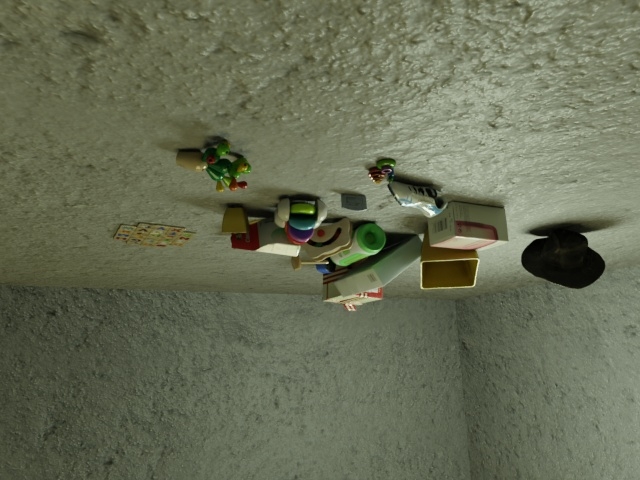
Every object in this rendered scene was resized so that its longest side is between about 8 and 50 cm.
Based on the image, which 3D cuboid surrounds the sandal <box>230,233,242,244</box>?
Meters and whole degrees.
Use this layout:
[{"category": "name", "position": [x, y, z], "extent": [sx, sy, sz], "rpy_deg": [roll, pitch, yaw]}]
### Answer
[{"category": "sandal", "position": [-0.317, -0.008, 1.828], "extent": [0.049, 0.072, 0.180], "rpy_deg": [-12, 173, -26]}]

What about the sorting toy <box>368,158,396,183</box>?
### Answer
[{"category": "sorting toy", "position": [0.169, -0.179, 1.226], "extent": [0.061, 0.042, 0.102], "rpy_deg": [4, 165, -20]}]

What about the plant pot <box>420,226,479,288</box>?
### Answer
[{"category": "plant pot", "position": [0.498, 0.056, 1.817], "extent": [0.212, 0.187, 0.212], "rpy_deg": [-4, 145, 10]}]

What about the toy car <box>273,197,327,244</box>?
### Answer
[{"category": "toy car", "position": [-0.067, -0.058, 1.495], "extent": [0.159, 0.136, 0.182], "rpy_deg": [3, 165, -13]}]

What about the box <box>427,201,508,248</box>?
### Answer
[{"category": "box", "position": [0.514, -0.046, 1.606], "extent": [0.233, 0.126, 0.149], "rpy_deg": [5, 164, -22]}]

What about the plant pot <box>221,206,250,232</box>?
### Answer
[{"category": "plant pot", "position": [-0.282, -0.069, 1.527], "extent": [0.082, 0.083, 0.081], "rpy_deg": [0, -175, 1]}]

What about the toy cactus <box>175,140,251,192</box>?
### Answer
[{"category": "toy cactus", "position": [-0.261, -0.176, 1.125], "extent": [0.181, 0.112, 0.219], "rpy_deg": [9, 174, -2]}]

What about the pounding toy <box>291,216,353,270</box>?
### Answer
[{"category": "pounding toy", "position": [0.000, 0.000, 1.751], "extent": [0.270, 0.154, 0.155], "rpy_deg": [-23, 162, 7]}]

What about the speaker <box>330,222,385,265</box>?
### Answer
[{"category": "speaker", "position": [0.141, 0.021, 1.848], "extent": [0.131, 0.131, 0.296], "rpy_deg": [5, 165, -22]}]

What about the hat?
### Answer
[{"category": "hat", "position": [0.990, 0.040, 1.848], "extent": [0.332, 0.331, 0.133], "rpy_deg": [-2, 128, 3]}]

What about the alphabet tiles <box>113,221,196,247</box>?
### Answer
[{"category": "alphabet tiles", "position": [-0.679, -0.017, 1.870], "extent": [0.285, 0.011, 0.343], "rpy_deg": [7, 164, -30]}]

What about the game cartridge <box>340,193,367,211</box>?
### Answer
[{"category": "game cartridge", "position": [0.105, -0.117, 1.440], "extent": [0.083, 0.055, 0.017], "rpy_deg": [4, 158, -16]}]

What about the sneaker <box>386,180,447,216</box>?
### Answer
[{"category": "sneaker", "position": [0.288, -0.135, 1.362], "extent": [0.237, 0.085, 0.086], "rpy_deg": [16, 132, -40]}]

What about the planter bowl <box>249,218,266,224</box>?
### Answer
[{"category": "planter bowl", "position": [-0.177, -0.011, 1.771], "extent": [0.217, 0.090, 0.217], "rpy_deg": [-1, 165, 0]}]

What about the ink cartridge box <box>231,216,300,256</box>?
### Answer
[{"category": "ink cartridge box", "position": [-0.192, -0.025, 1.584], "extent": [0.225, 0.181, 0.056], "rpy_deg": [10, 119, -17]}]

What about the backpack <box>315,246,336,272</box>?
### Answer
[{"category": "backpack", "position": [0.021, 0.095, 2.141], "extent": [0.101, 0.120, 0.098], "rpy_deg": [-13, 162, 39]}]

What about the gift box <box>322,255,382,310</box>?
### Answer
[{"category": "gift box", "position": [0.168, 0.214, 2.350], "extent": [0.277, 0.254, 0.258], "rpy_deg": [17, 158, -28]}]

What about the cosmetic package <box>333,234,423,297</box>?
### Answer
[{"category": "cosmetic package", "position": [0.259, 0.121, 2.041], "extent": [0.284, 0.097, 0.377], "rpy_deg": [-35, -178, -27]}]
